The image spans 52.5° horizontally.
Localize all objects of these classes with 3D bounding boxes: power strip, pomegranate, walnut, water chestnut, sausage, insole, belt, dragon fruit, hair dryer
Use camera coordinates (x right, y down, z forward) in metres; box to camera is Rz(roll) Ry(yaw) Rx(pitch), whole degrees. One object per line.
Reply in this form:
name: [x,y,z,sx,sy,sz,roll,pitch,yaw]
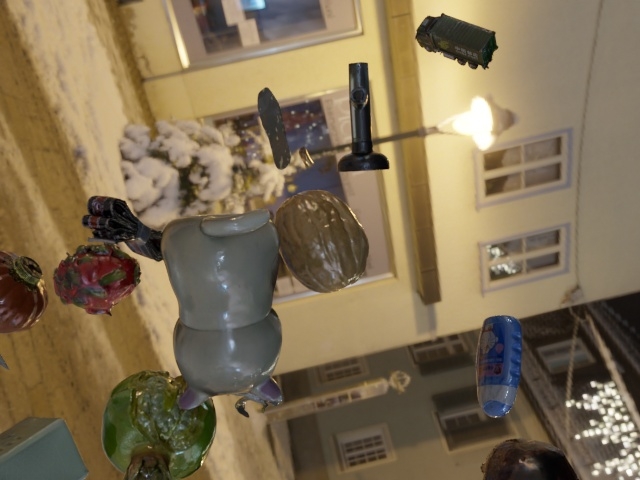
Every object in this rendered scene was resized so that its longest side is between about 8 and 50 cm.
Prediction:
power strip: [-0.589,0.452,1.236,0.224,0.140,0.139,-32,109,-51]
pomegranate: [-0.317,0.388,1.256,0.302,0.235,0.236,-100,179,-61]
walnut: [0.000,0.000,1.548,0.225,0.224,0.261,86,-21,-72]
water chestnut: [0.433,0.524,1.366,0.238,0.223,0.224,-11,-88,58]
sausage: [-0.041,-0.230,1.798,0.116,0.026,0.026,56,19,-75]
insole: [-0.123,-0.303,1.737,0.081,0.011,0.248,-32,-114,40]
belt: [-0.532,-0.025,1.820,0.359,0.094,0.126,46,52,-71]
dragon fruit: [-0.782,0.130,2.293,0.237,0.302,0.231,63,-26,23]
hair dryer: [0.091,-0.331,1.827,0.284,0.155,0.321,-42,129,-64]

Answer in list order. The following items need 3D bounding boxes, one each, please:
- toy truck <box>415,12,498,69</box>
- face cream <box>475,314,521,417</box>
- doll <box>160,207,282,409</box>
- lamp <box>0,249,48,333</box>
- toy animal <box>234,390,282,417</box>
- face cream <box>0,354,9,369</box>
toy truck: [0.411,-0.612,1.990,0.259,0.088,0.121,32,-6,30]
face cream: [0.471,0.336,1.724,0.149,0.083,0.264,-34,-139,58]
doll: [-0.176,0.101,1.185,0.226,0.214,0.371,-118,-154,-67]
lamp: [-0.776,0.125,1.587,0.223,0.196,0.223,50,5,-6]
toy animal: [-0.164,0.385,1.635,0.155,0.095,0.219,-3,120,-65]
face cream: [-0.749,0.143,1.253,0.084,0.341,0.137,-54,159,-38]
